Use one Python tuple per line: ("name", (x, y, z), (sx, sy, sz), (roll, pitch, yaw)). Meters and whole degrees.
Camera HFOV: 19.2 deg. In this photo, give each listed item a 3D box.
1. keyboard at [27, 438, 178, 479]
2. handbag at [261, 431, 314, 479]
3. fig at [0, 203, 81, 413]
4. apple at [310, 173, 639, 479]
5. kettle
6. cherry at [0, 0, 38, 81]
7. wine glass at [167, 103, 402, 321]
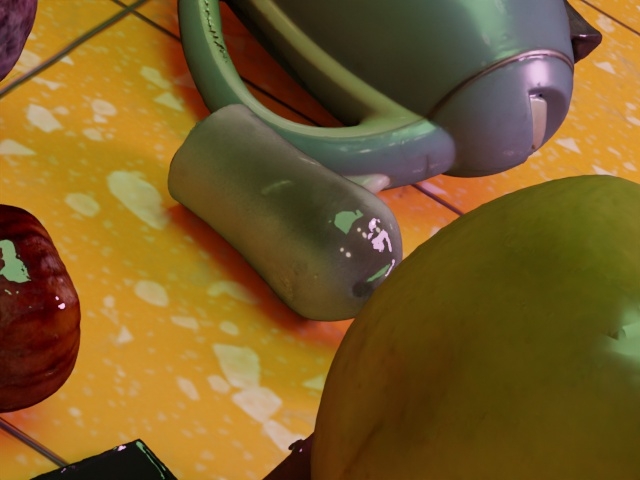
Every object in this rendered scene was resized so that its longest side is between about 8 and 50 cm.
("keyboard", (-0.167, 0.175, 1.060), (0.087, 0.017, 0.250), (43, 37, 22))
("handbag", (0.047, 0.236, 1.059), (0.260, 0.084, 0.275), (38, 31, 12))
("fig", (-0.213, 0.036, 1.128), (0.150, 0.128, 0.128), (17, 34, -6))
("apple", (0.140, 0.120, 0.972), (0.295, 0.258, 0.233), (32, 30, 3))
("kettle", (0.041, -0.181, 1.538), (0.319, 0.247, 0.342), (-25, 62, -14))
("cherry", (-0.290, -0.175, 1.287), (0.195, 0.195, 0.195), (18, 34, -13))
("wine glass", (0.000, 0.000, 1.339), (0.231, 0.103, 0.103), (40, 35, 24))
